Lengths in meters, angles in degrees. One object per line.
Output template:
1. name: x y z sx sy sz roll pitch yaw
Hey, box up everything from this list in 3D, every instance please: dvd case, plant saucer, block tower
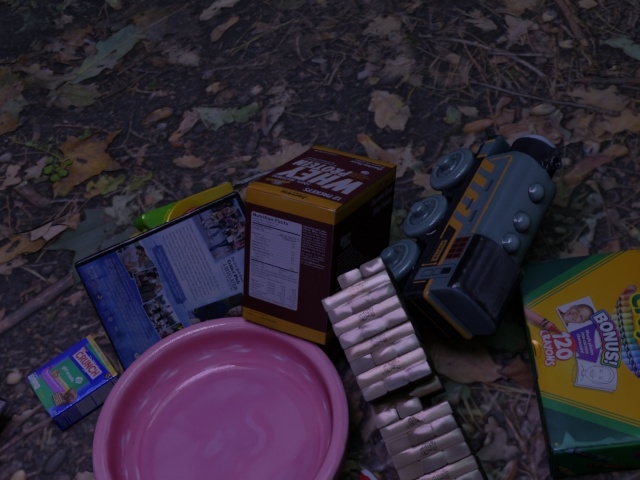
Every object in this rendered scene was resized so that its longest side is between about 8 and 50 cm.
1. dvd case: -0.196 0.061 1.378 0.253 0.180 0.022 -25 7 -7
2. plant saucer: -0.122 0.256 1.246 0.332 0.084 0.332 -6 50 8
3. block tower: 0.108 0.194 1.157 0.091 0.097 0.335 -26 72 7

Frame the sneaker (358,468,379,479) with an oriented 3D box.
1. sneaker: 0.057 0.336 1.168 0.067 0.042 0.118 -23 53 -11

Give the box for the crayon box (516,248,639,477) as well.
1. crayon box: 0.350 0.150 1.224 0.165 0.081 0.278 -8 51 7

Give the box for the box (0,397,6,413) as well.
1. box: -0.598 0.234 1.337 0.290 0.087 0.169 21 78 26

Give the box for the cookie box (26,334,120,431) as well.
1. cookie box: -0.344 0.199 1.366 0.107 0.040 0.092 -34 52 -16

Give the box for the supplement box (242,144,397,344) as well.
1. supplement box: 0.000 0.000 1.307 0.129 0.194 0.191 16 28 23

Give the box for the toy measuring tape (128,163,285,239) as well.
1. toy measuring tape: -0.140 -0.028 1.478 0.330 0.121 0.121 -23 49 -29

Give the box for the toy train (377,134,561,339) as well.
1. toy train: 0.208 -0.008 1.308 0.190 0.142 0.334 -7 43 53
